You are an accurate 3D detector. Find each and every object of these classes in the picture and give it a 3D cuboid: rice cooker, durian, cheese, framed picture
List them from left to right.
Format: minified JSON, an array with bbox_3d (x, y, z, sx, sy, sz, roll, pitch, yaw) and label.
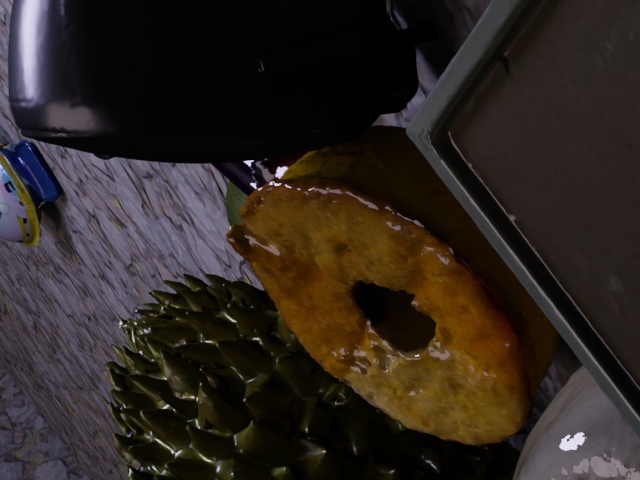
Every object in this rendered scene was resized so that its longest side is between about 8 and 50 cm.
[{"bbox_3d":[-0.361,-0.065,2.066,0.156,0.064,0.250,58,152,-6],"label":"cheese"},{"bbox_3d":[-0.048,-0.096,0.847,0.142,0.203,0.118,-169,70,-68],"label":"rice cooker"},{"bbox_3d":[0.027,0.157,1.074,0.394,0.163,0.198,27,163,6],"label":"durian"},{"bbox_3d":[0.152,-0.026,0.552,0.240,0.020,0.324,53,150,13],"label":"framed picture"}]

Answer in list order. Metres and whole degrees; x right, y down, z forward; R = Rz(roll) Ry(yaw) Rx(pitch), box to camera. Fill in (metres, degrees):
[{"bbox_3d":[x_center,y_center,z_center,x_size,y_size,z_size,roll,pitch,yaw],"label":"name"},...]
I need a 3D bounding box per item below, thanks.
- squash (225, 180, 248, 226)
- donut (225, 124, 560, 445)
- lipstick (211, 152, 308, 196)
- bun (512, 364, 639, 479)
[{"bbox_3d":[0.000,0.000,1.103,0.258,0.069,0.069,29,149,60],"label":"squash"},{"bbox_3d":[0.049,0.018,0.923,0.174,0.074,0.190,-5,130,47],"label":"donut"},{"bbox_3d":[-0.058,-0.082,1.094,0.300,0.081,0.081,40,157,43],"label":"lipstick"},{"bbox_3d":[0.161,0.118,0.766,0.173,0.113,0.166,-11,114,46],"label":"bun"}]
